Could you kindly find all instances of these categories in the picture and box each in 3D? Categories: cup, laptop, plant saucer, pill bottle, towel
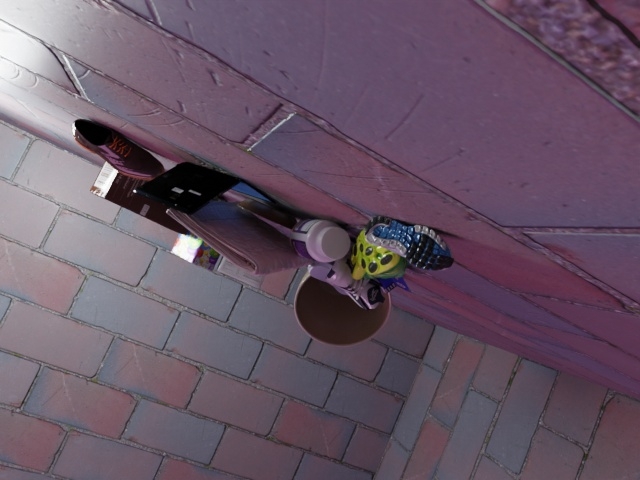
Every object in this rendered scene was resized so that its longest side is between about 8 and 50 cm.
[{"bbox_3d":[0.074,0.174,1.714,0.331,0.331,0.237,26,-158,-12],"label":"cup"},{"bbox_3d":[-0.300,-0.115,1.265,0.234,0.264,0.137,19,136,34],"label":"laptop"},{"bbox_3d":[-0.144,-0.078,1.384,0.198,0.036,0.198,23,-179,0],"label":"plant saucer"},{"bbox_3d":[0.000,0.000,1.233,0.108,0.108,0.193,27,174,-22],"label":"pill bottle"},{"bbox_3d":[-0.202,-0.015,1.314,0.317,0.053,0.332,35,-165,18],"label":"towel"}]

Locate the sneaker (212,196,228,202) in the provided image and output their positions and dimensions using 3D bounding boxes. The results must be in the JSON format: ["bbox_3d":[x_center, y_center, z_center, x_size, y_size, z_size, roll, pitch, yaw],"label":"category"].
[{"bbox_3d":[-0.371,-0.138,1.739,0.086,0.064,0.192,18,176,-12],"label":"sneaker"}]

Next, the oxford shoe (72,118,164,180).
[{"bbox_3d":[-0.579,-0.256,1.368,0.271,0.097,0.098,26,168,-16],"label":"oxford shoe"}]

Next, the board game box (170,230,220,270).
[{"bbox_3d":[-0.490,-0.034,2.041,0.144,0.275,0.142,21,173,29],"label":"board game box"}]

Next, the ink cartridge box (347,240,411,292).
[{"bbox_3d":[0.142,0.081,1.395,0.224,0.045,0.223,30,169,31],"label":"ink cartridge box"}]

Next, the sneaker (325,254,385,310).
[{"bbox_3d":[0.106,0.119,1.293,0.153,0.094,0.235,30,169,16],"label":"sneaker"}]

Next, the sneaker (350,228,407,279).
[{"bbox_3d":[0.145,0.031,1.094,0.123,0.110,0.295,-3,172,-7],"label":"sneaker"}]

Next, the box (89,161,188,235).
[{"bbox_3d":[-0.662,-0.180,1.861,0.143,0.191,0.381,19,172,39],"label":"box"}]

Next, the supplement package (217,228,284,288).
[{"bbox_3d":[-0.310,0.048,2.097,0.198,0.263,0.199,25,174,-12],"label":"supplement package"}]

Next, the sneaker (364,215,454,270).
[{"bbox_3d":[0.173,0.007,0.878,0.083,0.071,0.190,21,-174,-43],"label":"sneaker"}]

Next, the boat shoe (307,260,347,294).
[{"bbox_3d":[0.046,0.102,1.507,0.228,0.080,0.076,25,-145,-33],"label":"boat shoe"}]
